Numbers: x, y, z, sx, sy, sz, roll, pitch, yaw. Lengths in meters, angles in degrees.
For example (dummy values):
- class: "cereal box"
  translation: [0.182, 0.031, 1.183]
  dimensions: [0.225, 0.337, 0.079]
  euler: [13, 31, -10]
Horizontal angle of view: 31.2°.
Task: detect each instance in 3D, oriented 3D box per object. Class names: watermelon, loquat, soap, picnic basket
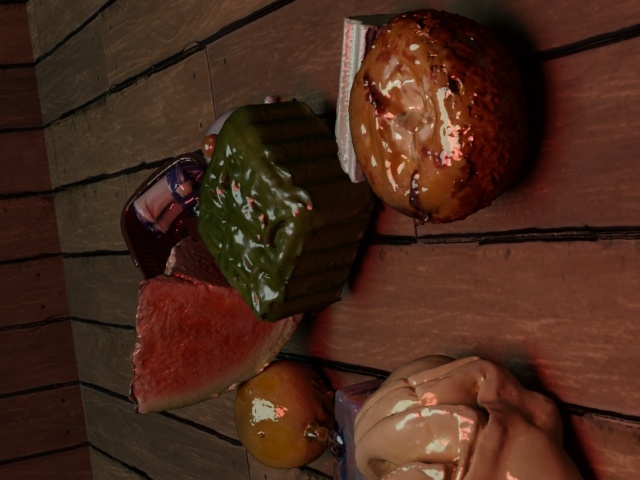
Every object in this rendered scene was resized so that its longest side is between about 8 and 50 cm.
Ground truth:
- class: "watermelon"
  translation: [-0.180, 0.122, 1.753]
  dimensions: [0.231, 0.310, 0.193]
  euler: [53, -159, -11]
- class: "loquat"
  translation: [-0.049, 0.273, 1.788]
  dimensions: [0.204, 0.149, 0.172]
  euler: [11, 102, 51]
- class: "soap"
  translation: [0.081, -0.177, 1.409]
  dimensions: [0.063, 0.115, 0.198]
  euler: [41, 133, 55]
- class: "picnic basket"
  translation: [-0.199, 0.009, 1.972]
  dimensions: [0.222, 0.129, 0.297]
  euler: [-41, 61, 19]

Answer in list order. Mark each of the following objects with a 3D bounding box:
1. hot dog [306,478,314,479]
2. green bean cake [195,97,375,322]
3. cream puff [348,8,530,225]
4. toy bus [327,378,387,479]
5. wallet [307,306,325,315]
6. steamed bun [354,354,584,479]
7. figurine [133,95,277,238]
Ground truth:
- class: "hot dog"
  translation: [0.005, 0.479, 1.804]
  dimensions: [0.146, 0.103, 0.213]
  euler: [-2, 106, 44]
- class: "green bean cake"
  translation: [-0.058, -0.044, 1.627]
  dimensions: [0.247, 0.156, 0.250]
  euler: [54, 142, 33]
- class: "cream puff"
  translation: [0.134, -0.133, 1.259]
  dimensions: [0.240, 0.164, 0.240]
  euler: [12, 106, 48]
- class: "toy bus"
  translation: [0.082, 0.360, 1.590]
  dimensions: [0.138, 0.112, 0.317]
  euler: [26, 122, 56]
- class: "wallet"
  translation: [0.000, 0.000, 1.732]
  dimensions: [0.137, 0.031, 0.255]
  euler: [62, 149, 34]
- class: "steamed bun"
  translation: [0.141, 0.260, 1.314]
  dimensions: [0.276, 0.203, 0.289]
  euler: [115, 140, -50]
- class: "figurine"
  translation: [-0.165, -0.107, 1.826]
  dimensions: [0.274, 0.194, 0.133]
  euler: [-45, 57, 23]
